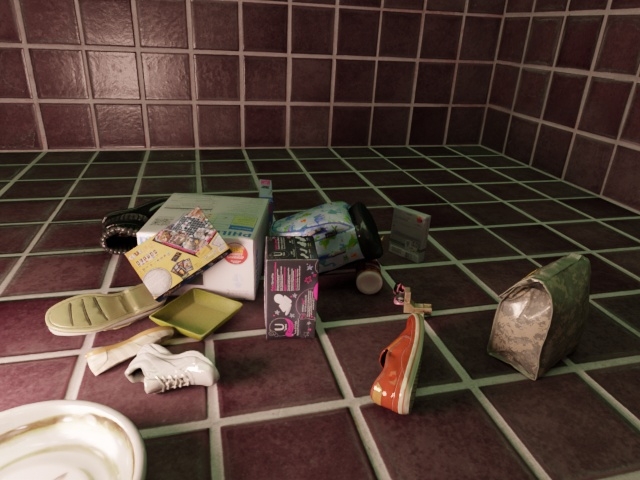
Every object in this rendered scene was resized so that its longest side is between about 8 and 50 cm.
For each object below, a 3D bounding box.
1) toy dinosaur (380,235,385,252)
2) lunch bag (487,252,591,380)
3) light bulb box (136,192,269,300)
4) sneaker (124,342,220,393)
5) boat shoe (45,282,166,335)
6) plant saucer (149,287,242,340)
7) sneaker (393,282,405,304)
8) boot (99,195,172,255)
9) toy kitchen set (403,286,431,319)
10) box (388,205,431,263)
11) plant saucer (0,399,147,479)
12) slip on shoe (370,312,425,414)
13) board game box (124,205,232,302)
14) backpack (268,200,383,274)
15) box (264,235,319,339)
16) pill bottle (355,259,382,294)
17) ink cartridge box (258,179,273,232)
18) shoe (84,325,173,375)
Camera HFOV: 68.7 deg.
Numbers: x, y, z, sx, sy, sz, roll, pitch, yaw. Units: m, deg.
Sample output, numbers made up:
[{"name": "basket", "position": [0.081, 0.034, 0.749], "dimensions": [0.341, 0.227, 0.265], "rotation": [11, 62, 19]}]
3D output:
[{"name": "toy dinosaur", "position": [0.189, 0.020, 1.826], "dimensions": [0.113, 0.064, 0.212], "rotation": [-3, 8, 33]}, {"name": "lunch bag", "position": [0.584, 0.178, 1.228], "dimensions": [0.236, 0.286, 0.169], "rotation": [-17, 31, -35]}, {"name": "light bulb box", "position": [-0.367, 0.009, 1.568], "dimensions": [0.359, 0.225, 0.361], "rotation": [3, 26, 0]}, {"name": "sneaker", "position": [-0.346, 0.315, 1.083], "dimensions": [0.233, 0.090, 0.115], "rotation": [2, 29, 21]}, {"name": "boat shoe", "position": [-0.572, 0.200, 1.271], "dimensions": [0.303, 0.103, 0.113], "rotation": [-10, 61, -36]}, {"name": "plant saucer", "position": [-0.349, 0.215, 1.332], "dimensions": [0.189, 0.045, 0.188], "rotation": [13, 26, 23]}, {"name": "sneaker", "position": [0.259, 0.159, 1.510], "dimensions": [0.047, 0.057, 0.119], "rotation": [3, 23, 4]}, {"name": "boot", "position": [-0.658, -0.056, 1.785], "dimensions": [0.348, 0.131, 0.260], "rotation": [-20, 24, -20]}, {"name": "toy kitchen set", "position": [0.295, 0.192, 1.416], "dimensions": [0.084, 0.075, 0.068], "rotation": [2, 25, 9]}, {"name": "box", "position": [0.333, -0.024, 1.765], "dimensions": [0.038, 0.186, 0.145], "rotation": [-20, 32, -41]}, {"name": "plant saucer", "position": [-0.489, 0.436, 0.763], "dimensions": [0.402, 0.100, 0.400], "rotation": [2, 24, -1]}, {"name": "slip on shoe", "position": [0.200, 0.286, 1.161], "dimensions": [0.102, 0.122, 0.331], "rotation": [7, 29, 18]}, {"name": "board game box", "position": [-0.398, 0.036, 1.322], "dimensions": [0.243, 0.042, 0.165], "rotation": [-35, 75, -12]}, {"name": "backpack", "position": [0.000, 0.000, 1.592], "dimensions": [0.356, 0.273, 0.290], "rotation": [-30, 20, 15]}, {"name": "box", "position": [-0.087, 0.128, 1.309], "dimensions": [0.142, 0.247, 0.163], "rotation": [1, 24, -8]}, {"name": "pill bottle", "position": [0.161, 0.109, 1.573], "dimensions": [0.086, 0.085, 0.152], "rotation": [3, 25, 1]}, {"name": "ink cartridge box", "position": [-0.224, -0.112, 1.898], "dimensions": [0.065, 0.185, 0.311], "rotation": [2, 25, -6]}, {"name": "shoe", "position": [-0.471, 0.275, 1.182], "dimensions": [0.219, 0.076, 0.058], "rotation": [-16, 72, -39]}]
